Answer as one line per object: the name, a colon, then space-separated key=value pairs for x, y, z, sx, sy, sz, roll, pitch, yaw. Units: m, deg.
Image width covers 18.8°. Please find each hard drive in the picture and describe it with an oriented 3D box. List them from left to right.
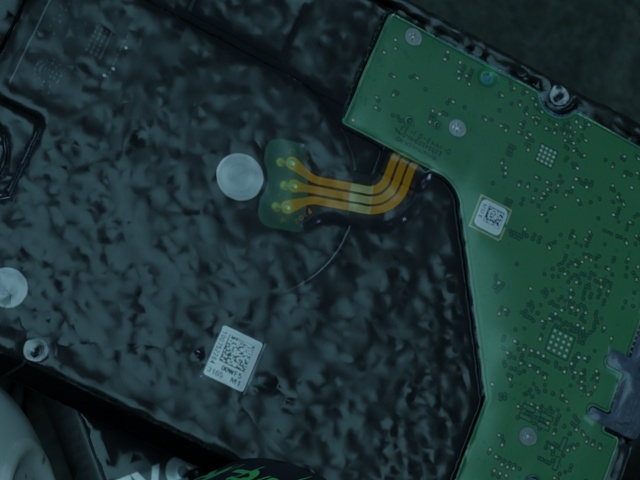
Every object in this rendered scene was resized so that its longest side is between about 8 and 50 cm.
hard drive: x=0.000 y=0.000 z=0.886 sx=0.339 sy=0.064 sz=0.237 roll=26 pitch=72 yaw=-12

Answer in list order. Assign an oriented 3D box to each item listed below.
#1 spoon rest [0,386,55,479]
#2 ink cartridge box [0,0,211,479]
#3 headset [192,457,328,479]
spoon rest: x=-0.156 y=0.190 z=0.839 sx=0.084 sy=0.137 sz=0.276 roll=-6 pitch=90 yaw=11
ink cartridge box: x=-0.053 y=0.031 z=0.931 sx=0.176 sy=0.069 sz=0.371 roll=-20 pitch=88 yaw=-21
headset: x=-0.015 y=0.289 z=0.796 sx=0.185 sy=0.243 sz=0.394 roll=-22 pitch=113 yaw=-31
